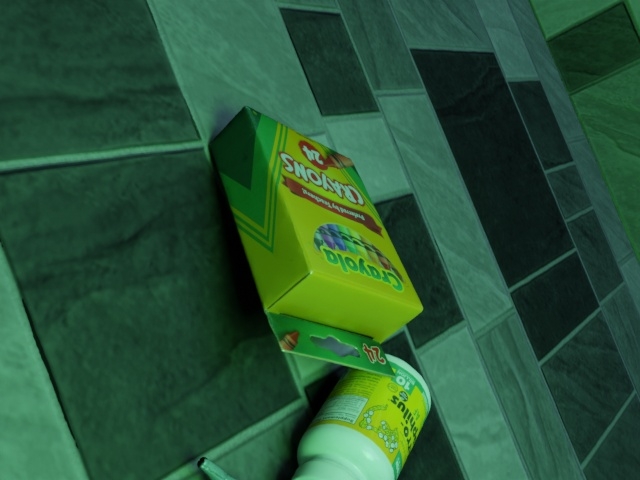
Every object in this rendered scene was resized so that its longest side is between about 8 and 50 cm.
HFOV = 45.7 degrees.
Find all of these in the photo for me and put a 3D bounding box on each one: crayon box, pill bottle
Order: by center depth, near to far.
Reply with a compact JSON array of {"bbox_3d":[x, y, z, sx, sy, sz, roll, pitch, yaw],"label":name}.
[{"bbox_3d":[0.044,0.236,0.888,0.117,0.117,0.208,57,37,-12],"label":"pill bottle"},{"bbox_3d":[0.000,0.000,0.912,0.202,0.081,0.318,21,37,-44],"label":"crayon box"}]

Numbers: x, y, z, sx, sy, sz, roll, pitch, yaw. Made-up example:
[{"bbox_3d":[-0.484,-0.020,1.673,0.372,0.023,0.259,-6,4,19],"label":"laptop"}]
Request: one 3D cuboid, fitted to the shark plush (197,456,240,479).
[{"bbox_3d":[-0.062,0.265,0.781,0.161,0.067,0.073,55,38,-14],"label":"shark plush"}]
